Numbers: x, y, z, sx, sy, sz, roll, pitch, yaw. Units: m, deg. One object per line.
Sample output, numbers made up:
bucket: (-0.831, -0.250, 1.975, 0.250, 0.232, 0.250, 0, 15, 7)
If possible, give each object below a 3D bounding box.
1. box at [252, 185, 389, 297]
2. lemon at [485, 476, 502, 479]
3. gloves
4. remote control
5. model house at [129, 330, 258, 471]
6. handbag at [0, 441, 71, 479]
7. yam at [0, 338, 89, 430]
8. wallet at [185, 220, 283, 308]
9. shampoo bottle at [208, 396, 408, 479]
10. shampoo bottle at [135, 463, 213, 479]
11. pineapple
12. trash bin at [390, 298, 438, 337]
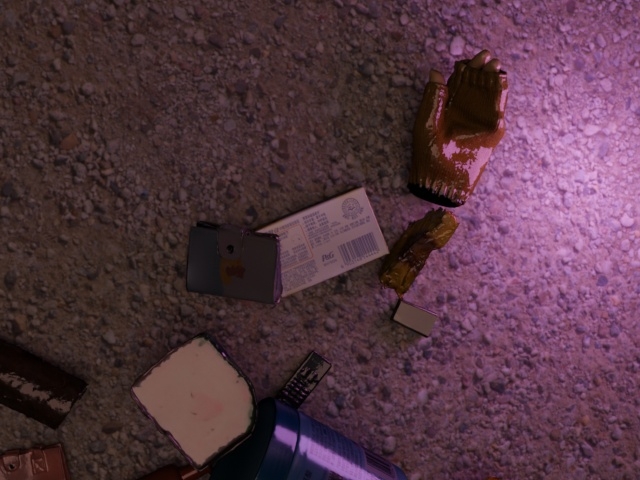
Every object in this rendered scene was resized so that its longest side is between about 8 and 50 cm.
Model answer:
box: (0.000, 0.000, 1.810, 0.265, 0.097, 0.168, -24, 95, -6)
lemon: (0.376, 0.675, 1.806, 0.260, 0.260, 0.284, -10, 73, -6)
gloves: (0.302, -0.249, 1.808, 0.203, 0.155, 0.357, 20, 105, 0)
remote control: (-0.071, 0.359, 1.851, 0.063, 0.025, 0.245, 40, 87, -8)
model house: (-0.246, 0.321, 1.720, 0.202, 0.237, 0.237, -42, 93, -5)
handbag: (-0.655, 0.529, 1.771, 0.212, 0.059, 0.158, -10, 94, -6)
yam: (-0.643, 0.296, 1.734, 0.279, 0.131, 0.131, 28, 89, -6)
wallet: (-0.183, 0.047, 1.757, 0.230, 0.069, 0.170, 9, 103, 23)
shampoo bottle: (-0.034, 0.549, 1.699, 0.342, 0.331, 0.331, 30, 88, -12)
shampoo bottle: (-0.354, 0.547, 1.798, 0.244, 0.085, 0.086, -23, 95, -7)
pineapple: (0.215, 0.018, 1.826, 0.079, 0.135, 0.233, 40, 96, -15)
trash bin: (0.213, 0.176, 1.872, 0.092, 0.043, 0.061, 25, 89, -4)
